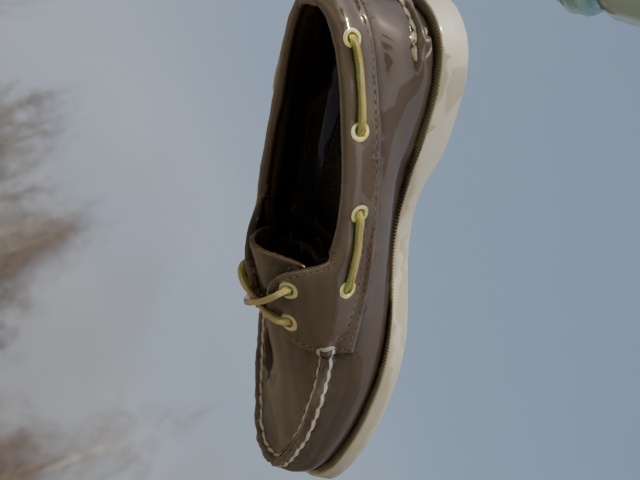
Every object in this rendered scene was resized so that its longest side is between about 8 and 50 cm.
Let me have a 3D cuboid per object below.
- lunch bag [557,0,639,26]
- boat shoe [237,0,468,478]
[{"bbox_3d":[0.136,-0.168,0.312,0.108,0.279,0.224,26,-38,21],"label":"lunch bag"},{"bbox_3d":[0.000,0.000,0.920,0.116,0.097,0.324,37,-60,49],"label":"boat shoe"}]
